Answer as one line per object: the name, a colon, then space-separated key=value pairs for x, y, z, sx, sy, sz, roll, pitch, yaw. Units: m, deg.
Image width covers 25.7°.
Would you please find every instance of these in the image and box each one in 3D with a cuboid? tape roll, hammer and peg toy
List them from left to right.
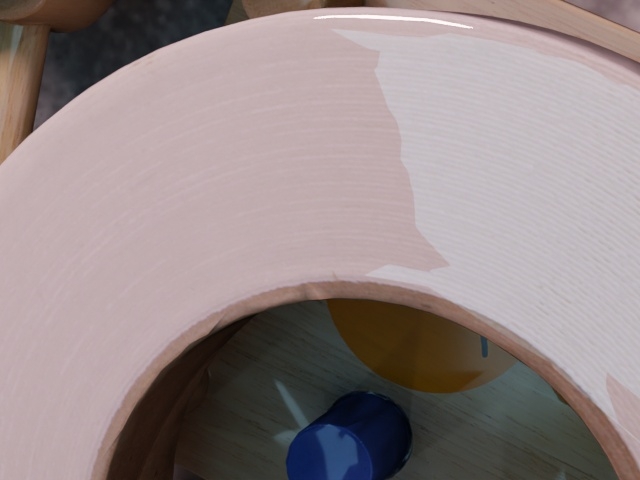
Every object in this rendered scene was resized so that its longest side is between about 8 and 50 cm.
hammer and peg toy: x=0.000 y=0.000 z=0.602 sx=0.361 sy=0.127 sz=0.265 roll=25 pitch=105 yaw=14
tape roll: x=0.024 y=0.112 z=0.504 sx=0.392 sy=0.072 sz=0.391 roll=2 pitch=98 yaw=18
